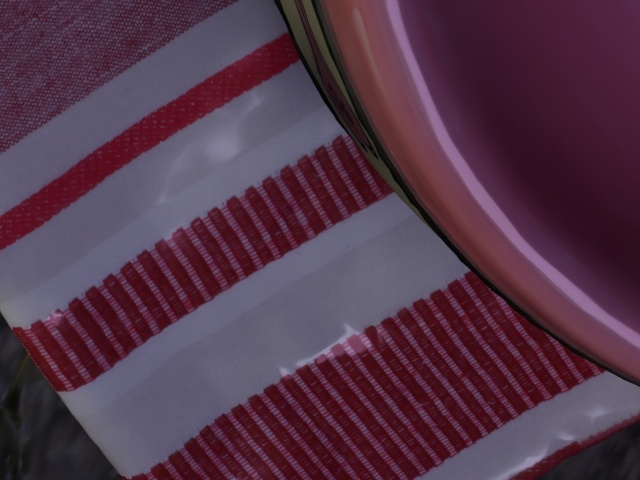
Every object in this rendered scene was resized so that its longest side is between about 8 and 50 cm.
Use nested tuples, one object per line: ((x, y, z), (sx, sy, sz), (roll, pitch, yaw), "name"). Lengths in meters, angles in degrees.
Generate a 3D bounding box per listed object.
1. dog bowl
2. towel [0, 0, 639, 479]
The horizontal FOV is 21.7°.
((0.173, -0.122, 0.461), (0.408, 0.150, 0.408), (1, 108, 3), "dog bowl")
((0.000, 0.000, 0.645), (0.237, 0.037, 0.329), (-30, 123, -1), "towel")
